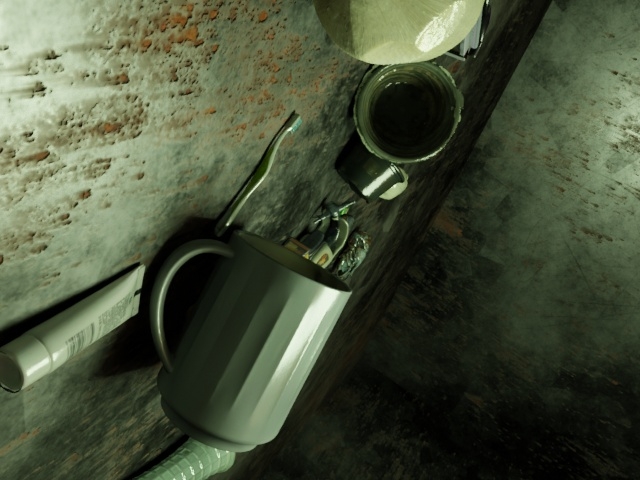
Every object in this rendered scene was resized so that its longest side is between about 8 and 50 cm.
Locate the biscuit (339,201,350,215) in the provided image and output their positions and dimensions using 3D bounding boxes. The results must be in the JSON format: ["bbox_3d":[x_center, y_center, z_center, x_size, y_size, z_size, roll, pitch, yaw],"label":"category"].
[{"bbox_3d":[0.058,-0.068,1.590,0.089,0.016,0.046,-63,163,19],"label":"biscuit"}]

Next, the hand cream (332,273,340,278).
[{"bbox_3d":[-0.021,0.158,1.722,0.271,0.058,0.091,-22,148,-57],"label":"hand cream"}]

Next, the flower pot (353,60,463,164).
[{"bbox_3d":[0.188,-0.293,1.262,0.235,0.235,0.140,-62,-174,16],"label":"flower pot"}]

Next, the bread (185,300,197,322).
[{"bbox_3d":[-0.230,0.153,1.115,0.083,0.044,0.110,-51,164,-31],"label":"bread"}]

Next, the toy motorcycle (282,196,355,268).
[{"bbox_3d":[0.000,0.000,1.420,0.263,0.091,0.157,-46,156,-28],"label":"toy motorcycle"}]

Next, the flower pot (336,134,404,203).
[{"bbox_3d":[0.112,-0.164,1.357,0.107,0.157,0.157,-44,163,-2],"label":"flower pot"}]

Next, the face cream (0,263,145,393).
[{"bbox_3d":[-0.322,0.114,0.761,0.244,0.058,0.092,-40,151,-60],"label":"face cream"}]

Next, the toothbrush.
[{"bbox_3d":[-0.111,-0.117,0.997,0.263,0.022,0.026,-55,152,-8],"label":"toothbrush"}]

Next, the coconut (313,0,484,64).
[{"bbox_3d":[0.106,-0.368,0.792,0.237,0.237,0.266,-64,167,20],"label":"coconut"}]

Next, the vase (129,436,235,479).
[{"bbox_3d":[-0.356,0.578,1.392,0.299,0.143,0.143,-16,136,-61],"label":"vase"}]

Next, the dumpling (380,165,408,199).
[{"bbox_3d":[0.187,-0.167,1.682,0.134,0.100,0.169,-24,-162,24],"label":"dumpling"}]

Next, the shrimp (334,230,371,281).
[{"bbox_3d":[0.090,0.073,1.840,0.233,0.079,0.090,-59,-158,8],"label":"shrimp"}]

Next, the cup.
[{"bbox_3d":[-0.153,0.160,0.970,0.323,0.237,0.327,26,96,-30],"label":"cup"}]

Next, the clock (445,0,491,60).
[{"bbox_3d":[0.222,-0.449,1.059,0.083,0.186,0.253,-61,165,-5],"label":"clock"}]
